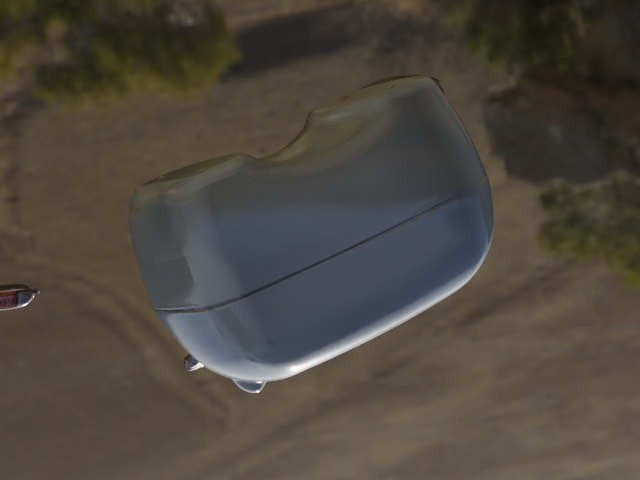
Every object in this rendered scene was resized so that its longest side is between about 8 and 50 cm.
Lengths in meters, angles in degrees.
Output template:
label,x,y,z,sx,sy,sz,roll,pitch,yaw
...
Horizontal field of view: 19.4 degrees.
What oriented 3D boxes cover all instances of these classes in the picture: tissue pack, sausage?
label,x,y,z,sx,sy,sz,roll,pitch,yaw
tissue pack,0.000,0.000,1.828,0.333,0.236,0.229,-26,-172,-24
sausage,-0.349,0.059,1.745,0.198,0.025,0.028,-8,129,-38

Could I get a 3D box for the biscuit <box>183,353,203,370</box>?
label,x,y,z,sx,sy,sz,roll,pitch,yaw
biscuit,-0.110,0.117,2.089,0.119,0.019,0.130,-35,174,18

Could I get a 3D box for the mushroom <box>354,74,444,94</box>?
label,x,y,z,sx,sy,sz,roll,pitch,yaw
mushroom,0.062,-0.119,2.163,0.117,0.141,0.188,8,136,-35
